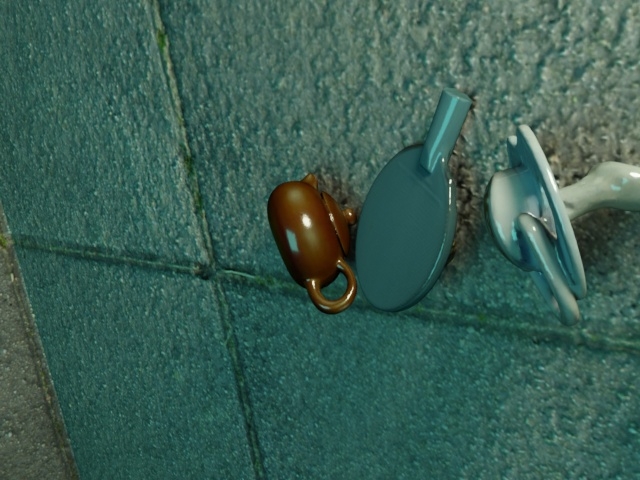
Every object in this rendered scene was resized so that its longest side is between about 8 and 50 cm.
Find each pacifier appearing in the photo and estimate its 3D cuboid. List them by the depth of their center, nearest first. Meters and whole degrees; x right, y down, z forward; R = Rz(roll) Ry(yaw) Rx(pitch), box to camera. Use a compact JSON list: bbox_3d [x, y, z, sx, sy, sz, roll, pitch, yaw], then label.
[{"bbox_3d":[0.296,-0.033,0.916,0.207,0.279,0.228,-22,89,8],"label":"pacifier"}]

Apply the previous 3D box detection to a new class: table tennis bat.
[{"bbox_3d":[0.129,-0.052,1.127,0.215,0.044,0.329,55,131,53],"label":"table tennis bat"}]

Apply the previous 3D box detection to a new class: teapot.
[{"bbox_3d":[0.000,0.000,1.268,0.178,0.135,0.252,60,-173,-59],"label":"teapot"}]

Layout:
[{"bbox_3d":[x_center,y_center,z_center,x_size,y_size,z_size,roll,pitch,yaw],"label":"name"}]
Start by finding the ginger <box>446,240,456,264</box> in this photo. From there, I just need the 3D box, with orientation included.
[{"bbox_3d":[0.146,0.034,1.183,0.173,0.069,0.051,-49,52,43],"label":"ginger"}]
